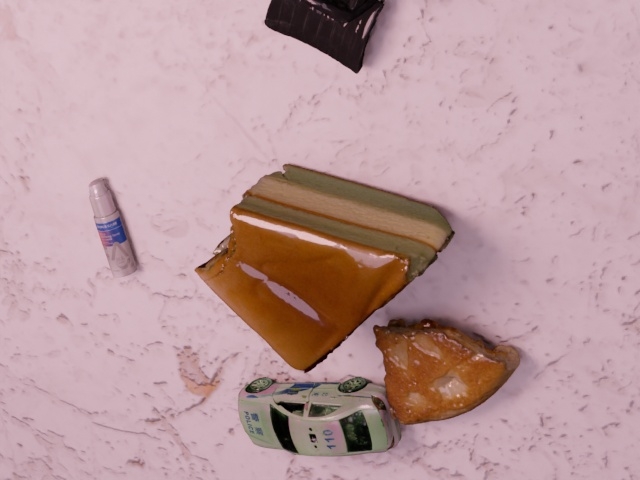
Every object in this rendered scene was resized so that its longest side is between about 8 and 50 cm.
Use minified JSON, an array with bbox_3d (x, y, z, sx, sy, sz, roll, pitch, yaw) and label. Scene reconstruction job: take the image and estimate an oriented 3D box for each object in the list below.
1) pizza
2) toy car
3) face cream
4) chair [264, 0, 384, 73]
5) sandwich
[{"bbox_3d":[0.130,0.148,1.577,0.161,0.062,0.182,36,131,-4],"label":"pizza"},{"bbox_3d":[-0.010,0.230,1.674,0.224,0.076,0.090,-3,116,27],"label":"toy car"},{"bbox_3d":[-0.270,-0.017,1.691,0.034,0.034,0.130,-3,113,27],"label":"face cream"},{"bbox_3d":[0.002,-0.271,1.359,0.140,0.145,0.221,30,126,10],"label":"chair"},{"bbox_3d":[0.000,0.000,1.495,0.198,0.155,0.227,46,125,-3],"label":"sandwich"}]
